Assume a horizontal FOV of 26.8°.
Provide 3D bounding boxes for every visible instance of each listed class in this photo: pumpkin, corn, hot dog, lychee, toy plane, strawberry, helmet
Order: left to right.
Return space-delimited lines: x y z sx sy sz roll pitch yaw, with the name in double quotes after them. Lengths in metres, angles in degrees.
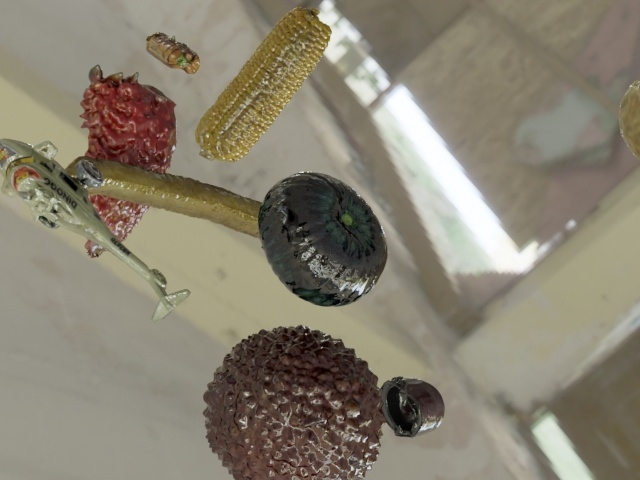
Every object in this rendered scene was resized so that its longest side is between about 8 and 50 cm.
-0.276 -0.020 1.595 0.286 0.092 0.108 43 -165 -20 "toy plane"
-0.297 -0.118 2.175 0.233 0.138 0.306 29 -119 -74 "strawberry"
-0.179 -0.231 1.628 0.049 0.037 0.122 18 -167 -34 "hot dog"
-0.063 -0.168 1.484 0.068 0.207 0.068 39 -169 -9 "corn"
-0.036 0.254 1.947 0.264 0.264 0.300 54 175 27 "lychee"
0.000 0.000 1.880 0.202 0.140 0.202 30 -138 -30 "pumpkin"
0.150 0.260 2.125 0.123 0.070 0.098 -170 72 -65 "helmet"

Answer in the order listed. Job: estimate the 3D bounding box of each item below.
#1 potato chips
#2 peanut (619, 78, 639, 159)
-0.227 -0.067 2.080 0.407 0.057 0.080 14 -143 -34 "potato chips"
0.502 -0.150 1.794 0.149 0.149 0.313 42 176 -18 "peanut"
